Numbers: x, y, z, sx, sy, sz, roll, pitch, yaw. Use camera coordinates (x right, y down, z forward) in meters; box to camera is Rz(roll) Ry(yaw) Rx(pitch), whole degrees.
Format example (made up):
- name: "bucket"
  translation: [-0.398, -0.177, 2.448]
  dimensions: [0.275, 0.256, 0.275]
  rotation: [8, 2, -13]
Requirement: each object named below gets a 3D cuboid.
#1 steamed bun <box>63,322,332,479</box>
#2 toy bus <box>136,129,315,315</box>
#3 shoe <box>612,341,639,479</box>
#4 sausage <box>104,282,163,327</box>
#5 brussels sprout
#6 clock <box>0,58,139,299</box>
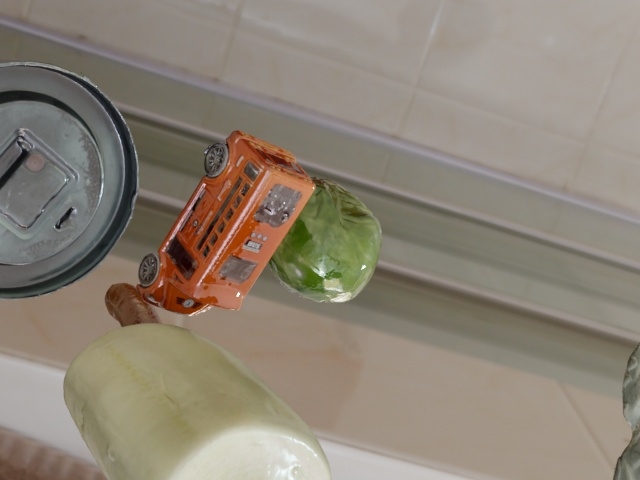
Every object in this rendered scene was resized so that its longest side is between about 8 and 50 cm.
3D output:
- name: "steamed bun"
  translation: [-0.177, 0.337, 1.692]
  dimensions: [0.290, 0.456, 0.371]
  rotation: [-38, -131, -8]
- name: "toy bus"
  translation: [-0.155, -0.002, 1.697]
  dimensions: [0.329, 0.143, 0.153]
  rotation: [-55, -134, 15]
- name: "shoe"
  translation: [0.412, 0.256, 1.072]
  dimensions: [0.210, 0.132, 0.342]
  rotation: [37, -40, 53]
- name: "sausage"
  translation: [-0.339, 0.185, 2.009]
  dimensions: [0.103, 0.076, 0.302]
  rotation: [-59, -136, 33]
- name: "brussels sprout"
  translation: [0.000, 0.000, 1.901]
  dimensions: [0.244, 0.244, 0.244]
  rotation: [-163, -90, -81]
- name: "clock"
  translation: [-0.384, -0.079, 1.335]
  dimensions: [0.061, 0.312, 0.313]
  rotation: [29, -77, 53]
